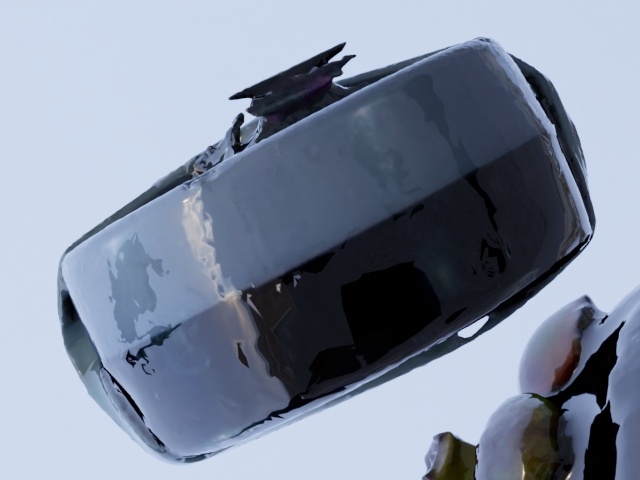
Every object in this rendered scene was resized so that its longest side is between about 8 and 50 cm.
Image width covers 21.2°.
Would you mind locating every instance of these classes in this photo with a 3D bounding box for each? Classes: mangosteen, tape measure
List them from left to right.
[{"bbox_3d":[0.002,-0.001,0.585,0.182,0.181,0.107,-27,-91,-34],"label":"tape measure"},{"bbox_3d":[0.194,0.131,0.867,0.275,0.302,0.275,2,-90,-70],"label":"mangosteen"}]
